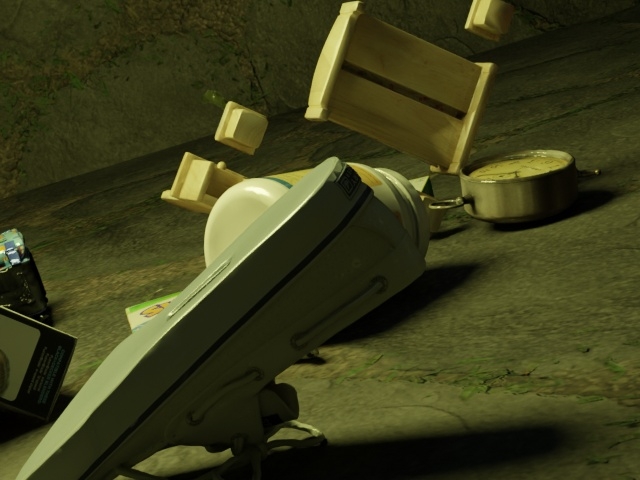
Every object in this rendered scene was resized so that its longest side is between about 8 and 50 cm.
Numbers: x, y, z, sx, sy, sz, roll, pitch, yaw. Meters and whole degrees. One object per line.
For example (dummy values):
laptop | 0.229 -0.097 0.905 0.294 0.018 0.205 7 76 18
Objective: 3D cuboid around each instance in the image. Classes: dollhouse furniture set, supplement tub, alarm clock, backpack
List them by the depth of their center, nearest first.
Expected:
supplement tub | 0.000 0.000 1.542 0.144 0.144 0.199 -6 5 43
alarm clock | 0.205 -0.054 1.741 0.192 0.064 0.129 -13 16 -24
dollhouse furniture set | 0.010 -0.162 1.797 0.303 0.356 0.174 22 -5 -25
backpack | -0.434 0.069 1.935 0.173 0.117 0.158 -20 10 -7

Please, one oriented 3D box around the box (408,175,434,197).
box | 0.050 -0.033 1.951 0.179 0.043 0.105 -11 12 13

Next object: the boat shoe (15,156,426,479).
boat shoe | -0.064 0.111 1.165 0.367 0.156 0.136 -43 11 13

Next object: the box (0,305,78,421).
box | -0.396 0.077 1.470 0.290 0.087 0.169 27 -14 -30

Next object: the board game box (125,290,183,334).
board game box | -0.137 0.087 1.644 0.124 0.039 0.259 -17 8 -8

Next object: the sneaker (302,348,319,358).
sneaker | -0.030 0.101 1.435 0.037 0.032 0.083 -33 10 -20
